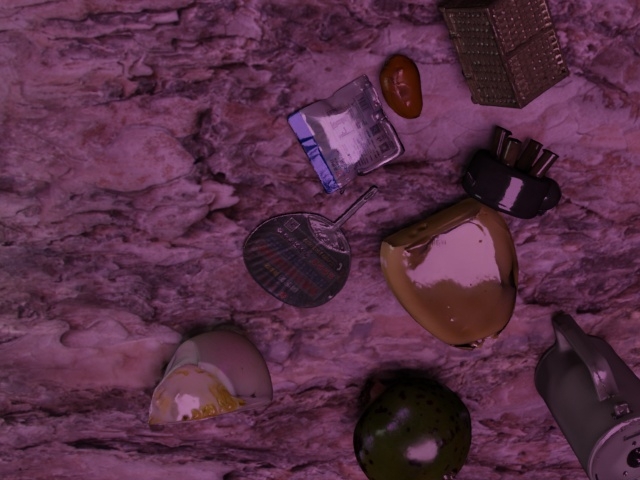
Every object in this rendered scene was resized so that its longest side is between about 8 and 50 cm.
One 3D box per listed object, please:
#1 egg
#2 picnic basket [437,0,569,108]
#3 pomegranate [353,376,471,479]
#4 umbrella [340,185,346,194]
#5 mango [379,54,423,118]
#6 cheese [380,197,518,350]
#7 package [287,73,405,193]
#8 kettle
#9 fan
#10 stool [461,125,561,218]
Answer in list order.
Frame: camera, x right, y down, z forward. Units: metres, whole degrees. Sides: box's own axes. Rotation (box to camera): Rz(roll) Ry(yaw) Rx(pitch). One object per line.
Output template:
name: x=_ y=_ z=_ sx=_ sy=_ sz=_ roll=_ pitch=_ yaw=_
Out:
egg: x=-0.214 y=0.265 z=1.785 sx=0.271 sy=0.162 sz=0.206 roll=-25 pitch=158 yaw=39
picnic basket: x=0.313 y=-0.349 z=1.565 sx=0.134 sy=0.154 sz=0.196 roll=-36 pitch=118 yaw=-19
pomegranate: x=0.182 y=0.400 z=1.873 sx=0.270 sy=0.254 sz=0.254 roll=40 pitch=108 yaw=16
umbrella: x=0.067 y=-0.156 z=1.701 sx=0.022 sy=0.022 sz=0.149 roll=27 pitch=103 yaw=20
mango: x=0.151 y=-0.275 z=1.629 sx=0.077 sy=0.063 sz=0.127 roll=-24 pitch=118 yaw=-6
cheese: x=0.279 y=0.081 z=1.773 sx=0.259 sy=0.128 sz=0.316 roll=-25 pitch=112 yaw=11
package: x=0.049 y=-0.196 z=1.663 sx=0.173 sy=0.027 sz=0.171 roll=-27 pitch=110 yaw=3
kettle: x=0.571 y=0.340 z=1.844 sx=0.265 sy=0.318 sz=0.205 roll=34 pitch=107 yaw=-20
fan: x=-0.034 y=0.002 z=1.765 sx=0.223 sy=0.012 sz=0.294 roll=13 pitch=113 yaw=-13
stool: x=0.371 y=-0.127 z=1.700 sx=0.228 sy=0.153 sz=0.139 roll=-4 pitch=122 yaw=-55
